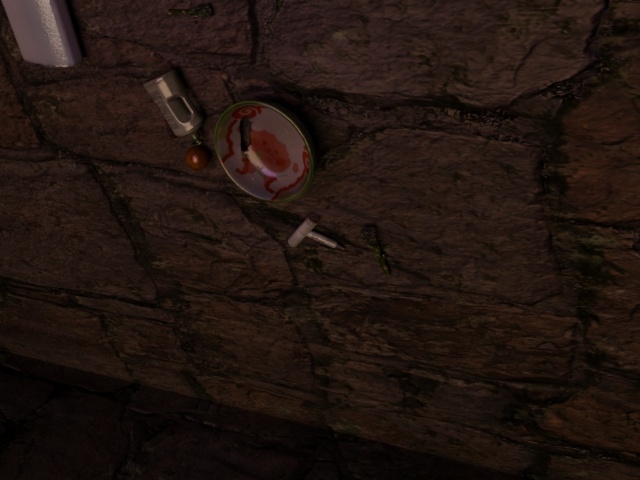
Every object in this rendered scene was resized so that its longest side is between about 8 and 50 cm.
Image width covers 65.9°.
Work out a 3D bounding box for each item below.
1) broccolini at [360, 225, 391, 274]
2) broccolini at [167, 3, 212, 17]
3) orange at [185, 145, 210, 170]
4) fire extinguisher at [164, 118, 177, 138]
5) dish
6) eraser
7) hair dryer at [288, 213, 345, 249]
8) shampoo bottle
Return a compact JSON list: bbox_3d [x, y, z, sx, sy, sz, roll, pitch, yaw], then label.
[{"bbox_3d":[0.186,0.039,1.665,0.058,0.067,0.216,-3,136,27],"label":"broccolini"},{"bbox_3d":[-0.354,-0.621,1.332,0.140,0.030,0.035,11,123,19],"label":"broccolini"},{"bbox_3d":[-0.401,-0.268,1.613,0.085,0.085,0.085,11,132,13],"label":"orange"},{"bbox_3d":[-0.475,-0.368,1.580,0.032,0.046,0.100,-20,138,-16],"label":"fire extinguisher"},{"bbox_3d":[-0.146,-0.279,1.477,0.324,0.124,0.324,14,129,18],"label":"dish"},{"bbox_3d":[-0.818,-0.656,1.430,0.189,0.104,0.289,15,132,15],"label":"eraser"},{"bbox_3d":[-0.003,0.005,1.715,0.183,0.044,0.155,34,135,-12],"label":"hair dryer"},{"bbox_3d":[-0.429,-0.396,1.508,0.118,0.087,0.234,-10,124,29],"label":"shampoo bottle"}]
